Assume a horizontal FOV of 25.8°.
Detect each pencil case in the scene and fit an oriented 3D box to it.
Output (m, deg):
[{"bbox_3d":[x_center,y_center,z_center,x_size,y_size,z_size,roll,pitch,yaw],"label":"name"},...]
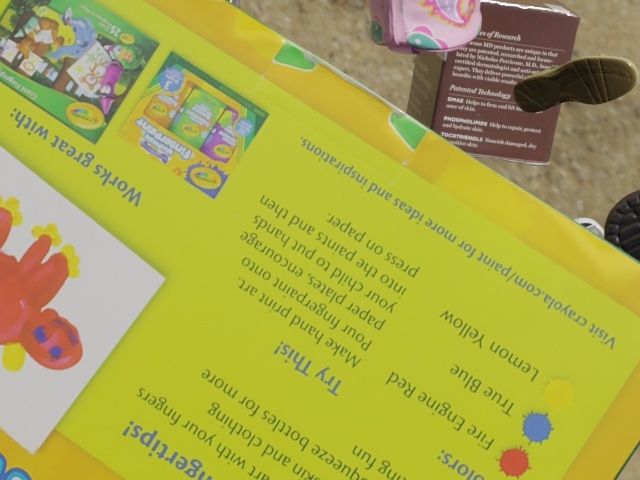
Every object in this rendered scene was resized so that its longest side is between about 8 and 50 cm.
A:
[{"bbox_3d":[0.088,-0.325,1.356,0.124,0.124,0.284,-22,122,-21],"label":"pencil case"}]

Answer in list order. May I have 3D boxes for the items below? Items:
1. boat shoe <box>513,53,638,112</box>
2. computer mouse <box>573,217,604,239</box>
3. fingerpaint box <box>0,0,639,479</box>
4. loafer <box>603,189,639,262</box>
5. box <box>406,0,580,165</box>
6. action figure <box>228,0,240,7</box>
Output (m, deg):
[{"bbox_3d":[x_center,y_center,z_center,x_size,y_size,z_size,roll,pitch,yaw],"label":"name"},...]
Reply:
[{"bbox_3d":[0.289,-0.178,1.561,0.048,0.153,0.056,-36,107,-45],"label":"boat shoe"},{"bbox_3d":[0.364,0.061,1.813,0.106,0.193,0.042,-22,180,3],"label":"computer mouse"},{"bbox_3d":[-0.065,0.074,0.811,0.371,0.445,0.163,-58,169,3],"label":"fingerpaint box"},{"bbox_3d":[0.436,0.105,1.495,0.134,0.366,0.130,-26,173,26],"label":"loafer"},{"bbox_3d":[0.220,-0.223,1.834,0.167,0.168,0.203,6,107,-9],"label":"box"},{"bbox_3d":[-0.212,-0.228,1.189,0.164,0.141,0.275,-18,149,41],"label":"action figure"}]
